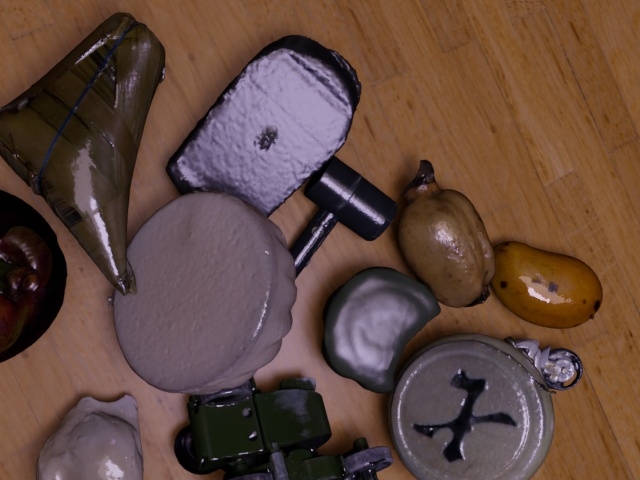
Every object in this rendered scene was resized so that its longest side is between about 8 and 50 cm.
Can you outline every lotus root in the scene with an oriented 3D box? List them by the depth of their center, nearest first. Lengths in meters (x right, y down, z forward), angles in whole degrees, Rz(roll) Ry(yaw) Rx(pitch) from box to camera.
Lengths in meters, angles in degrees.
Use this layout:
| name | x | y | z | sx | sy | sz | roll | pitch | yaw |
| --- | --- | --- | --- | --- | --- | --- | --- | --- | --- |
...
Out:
| name | x | y | z | sx | sy | sz | roll | pitch | yaw |
| --- | --- | --- | --- | --- | --- | --- | --- | --- | --- |
| lotus root | 0.172 | -0.006 | 1.148 | 0.221 | 0.118 | 0.125 | 60 | 33 | -9 |

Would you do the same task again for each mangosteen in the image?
| name | x | y | z | sx | sy | sz | roll | pitch | yaw |
| --- | --- | --- | --- | --- | --- | --- | --- | --- | --- |
| mangosteen | -0.401 | 0.043 | 0.942 | 0.228 | 0.265 | 0.228 | 0 | 90 | -40 |

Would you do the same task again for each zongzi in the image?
| name | x | y | z | sx | sy | sz | roll | pitch | yaw |
| --- | --- | --- | --- | --- | --- | --- | --- | --- | --- |
| zongzi | -0.247 | -0.118 | 1.031 | 0.260 | 0.123 | 0.289 | -43 | 83 | -10 |

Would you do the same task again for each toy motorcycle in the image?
| name | x | y | z | sx | sy | sz | roll | pitch | yaw |
| --- | --- | --- | --- | --- | --- | --- | --- | --- | --- |
| toy motorcycle | -0.054 | 0.272 | 1.090 | 0.275 | 0.127 | 0.205 | -5 | 59 | -22 |
| toy motorcycle | 0.270 | 0.220 | 1.188 | 0.229 | 0.074 | 0.151 | -43 | 89 | -1 |

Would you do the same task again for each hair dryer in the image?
| name | x | y | z | sx | sy | sz | roll | pitch | yaw |
| --- | --- | --- | --- | --- | --- | --- | --- | --- | --- |
| hair dryer | 0.000 | 0.000 | 1.140 | 0.124 | 0.071 | 0.219 | 38 | 88 | -10 |

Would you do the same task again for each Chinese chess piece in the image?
| name | x | y | z | sx | sy | sz | roll | pitch | yaw |
| --- | --- | --- | --- | --- | --- | --- | --- | --- | --- |
| Chinese chess piece | 0.207 | 0.239 | 1.116 | 0.238 | 0.092 | 0.237 | -3 | 81 | 17 |

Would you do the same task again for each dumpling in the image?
| name | x | y | z | sx | sy | sz | roll | pitch | yaw |
| --- | --- | --- | --- | --- | --- | --- | --- | --- | --- |
| dumpling | -0.295 | 0.293 | 1.041 | 0.136 | 0.118 | 0.199 | 15 | 64 | -14 |

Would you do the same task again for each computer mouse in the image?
| name | x | y | z | sx | sy | sz | roll | pitch | yaw |
| --- | --- | --- | --- | --- | --- | --- | --- | --- | --- |
| computer mouse | -0.075 | -0.149 | 1.115 | 0.168 | 0.087 | 0.295 | 42 | 93 | -15 |

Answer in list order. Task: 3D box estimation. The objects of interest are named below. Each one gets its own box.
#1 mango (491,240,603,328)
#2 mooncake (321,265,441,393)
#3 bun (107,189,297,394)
| name | x | y | z | sx | sy | sz | roll | pitch | yaw |
| --- | --- | --- | --- | --- | --- | --- | --- | --- | --- |
| mango | 0.330 | 0.069 | 1.198 | 0.178 | 0.090 | 0.115 | 16 | 75 | -9 |
| mooncake | 0.082 | 0.123 | 1.126 | 0.175 | 0.104 | 0.168 | -23 | 83 | -7 |
| bun | -0.124 | 0.075 | 1.050 | 0.175 | 0.263 | 0.263 | 23 | 82 | -54 |
